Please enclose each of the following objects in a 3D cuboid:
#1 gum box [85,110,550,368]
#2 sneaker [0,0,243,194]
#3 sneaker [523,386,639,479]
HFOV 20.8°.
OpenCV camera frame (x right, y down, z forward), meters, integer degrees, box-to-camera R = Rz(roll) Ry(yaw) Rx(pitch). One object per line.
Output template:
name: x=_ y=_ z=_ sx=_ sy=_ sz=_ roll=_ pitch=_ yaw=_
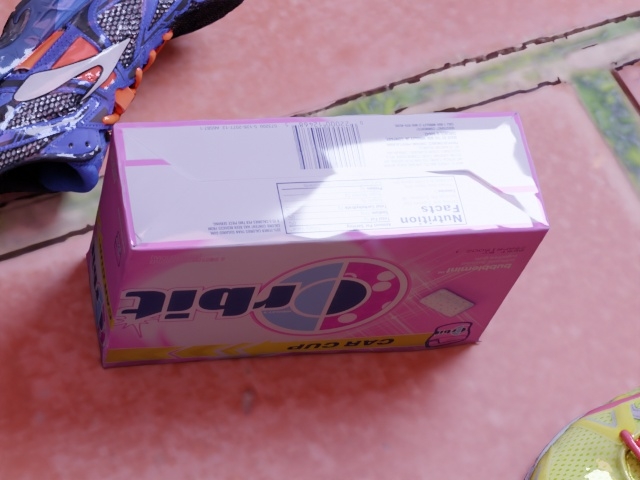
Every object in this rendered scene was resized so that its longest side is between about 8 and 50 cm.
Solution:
gum box: x=0.000 y=0.000 z=0.757 sx=0.188 sy=0.107 sz=0.062 roll=-3 pitch=60 yaw=-15
sneaker: x=-0.118 y=-0.065 z=0.795 sx=0.221 sy=0.083 sz=0.087 roll=-36 pitch=86 yaw=-23
sneaker: x=0.174 y=0.080 z=0.760 sx=0.208 sy=0.094 sz=0.081 roll=-28 pitch=71 yaw=-25
